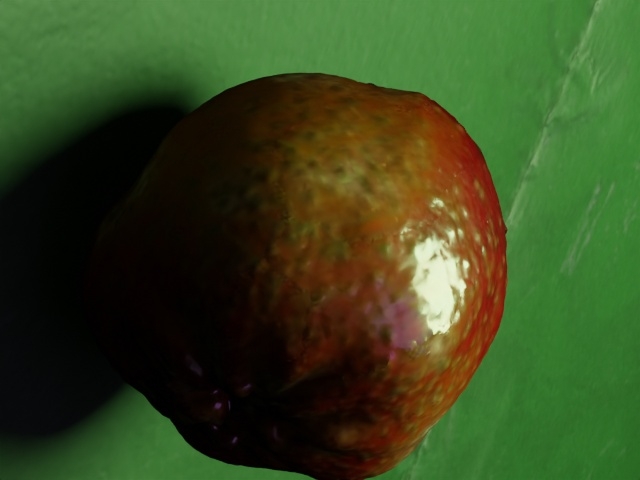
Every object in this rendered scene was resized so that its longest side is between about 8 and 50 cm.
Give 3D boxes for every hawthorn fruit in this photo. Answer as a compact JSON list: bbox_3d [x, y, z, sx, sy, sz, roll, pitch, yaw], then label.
[{"bbox_3d":[0.000,0.000,0.730,0.194,0.157,0.157,-63,155,-46],"label":"hawthorn fruit"}]
